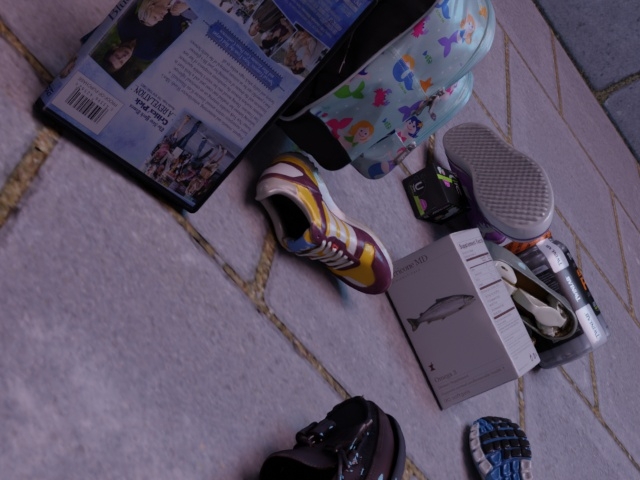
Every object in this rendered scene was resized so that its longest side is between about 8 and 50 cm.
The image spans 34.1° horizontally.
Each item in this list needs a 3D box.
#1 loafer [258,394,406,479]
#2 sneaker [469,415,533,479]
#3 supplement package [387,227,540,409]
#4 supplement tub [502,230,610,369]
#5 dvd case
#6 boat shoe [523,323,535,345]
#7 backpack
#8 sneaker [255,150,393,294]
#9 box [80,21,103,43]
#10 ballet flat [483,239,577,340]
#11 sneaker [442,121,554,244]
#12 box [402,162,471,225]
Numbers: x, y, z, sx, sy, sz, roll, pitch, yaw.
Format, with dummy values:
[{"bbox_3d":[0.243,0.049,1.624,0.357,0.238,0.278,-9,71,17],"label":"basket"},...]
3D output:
[{"bbox_3d":[-0.013,0.202,0.798,0.095,0.109,0.302,51,30,-12],"label":"loafer"},{"bbox_3d":[0.215,0.289,1.189,0.083,0.071,0.191,91,-14,-45],"label":"sneaker"},{"bbox_3d":[0.164,0.089,1.227,0.105,0.105,0.179,-12,75,-63],"label":"supplement package"},{"bbox_3d":[0.333,0.082,1.533,0.190,0.117,0.117,64,26,3],"label":"supplement tub"},{"bbox_3d":[-0.087,-0.158,0.864,0.180,0.253,0.022,36,7,-43],"label":"dvd case"},{"bbox_3d":[0.274,0.148,1.435,0.045,0.050,0.135,55,26,-2],"label":"boat shoe"},{"bbox_3d":[0.055,-0.207,1.096,0.191,0.253,0.225,38,10,-40],"label":"backpack"},{"bbox_3d":[0.000,0.000,1.069,0.185,0.069,0.084,47,37,-14],"label":"sneaker"},{"bbox_3d":[-0.102,-0.230,0.989,0.044,0.159,0.233,57,26,-5],"label":"box"},{"bbox_3d":[0.264,0.066,1.413,0.213,0.072,0.068,32,15,-16],"label":"ballet flat"},{"bbox_3d":[0.263,-0.043,1.471,0.282,0.102,0.161,-109,-179,-58],"label":"sneaker"},{"bbox_3d":[0.160,-0.062,1.431,0.083,0.052,0.062,12,54,-59],"label":"box"}]
